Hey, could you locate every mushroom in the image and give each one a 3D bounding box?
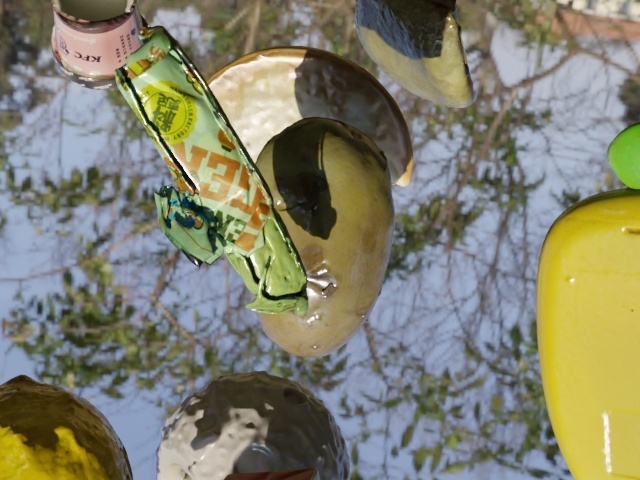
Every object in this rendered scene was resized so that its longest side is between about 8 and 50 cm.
[{"bbox_3d":[0.161,-0.341,1.717,0.212,0.292,0.217,2,-130,2],"label":"mushroom"}]

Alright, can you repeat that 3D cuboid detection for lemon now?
[{"bbox_3d":[-0.326,0.275,1.151,0.233,0.233,0.288,-1,-170,-22],"label":"lemon"}]

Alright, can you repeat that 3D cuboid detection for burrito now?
[{"bbox_3d":[-0.102,-0.045,0.901,0.104,0.288,0.054,-37,-163,-23],"label":"burrito"}]

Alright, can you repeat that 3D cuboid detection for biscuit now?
[{"bbox_3d":[-0.037,-0.153,1.329,0.309,0.205,0.040,-2,-151,6],"label":"biscuit"}]

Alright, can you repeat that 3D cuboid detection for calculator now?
[{"bbox_3d":[0.183,0.051,0.532,0.146,0.235,0.032,2,-164,31],"label":"calculator"}]

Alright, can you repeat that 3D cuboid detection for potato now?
[{"bbox_3d":[0.000,0.000,1.107,0.165,0.262,0.165,-1,-169,0],"label":"potato"}]

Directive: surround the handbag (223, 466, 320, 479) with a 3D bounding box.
[{"bbox_3d":[-0.080,0.431,1.330,0.151,0.171,0.298,-8,-167,13],"label":"handbag"}]

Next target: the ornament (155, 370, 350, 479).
[{"bbox_3d":[-0.106,0.386,1.754,0.337,0.337,0.337,7,-161,-2],"label":"ornament"}]

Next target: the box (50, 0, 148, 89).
[{"bbox_3d":[-0.327,-0.322,1.524,0.151,0.135,0.151,3,-116,-6],"label":"box"}]
